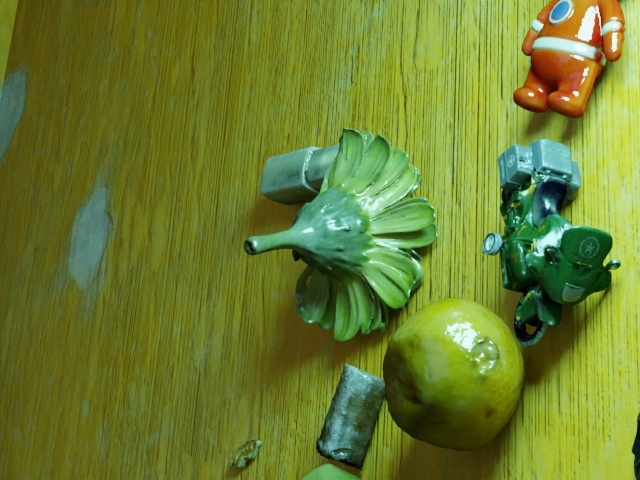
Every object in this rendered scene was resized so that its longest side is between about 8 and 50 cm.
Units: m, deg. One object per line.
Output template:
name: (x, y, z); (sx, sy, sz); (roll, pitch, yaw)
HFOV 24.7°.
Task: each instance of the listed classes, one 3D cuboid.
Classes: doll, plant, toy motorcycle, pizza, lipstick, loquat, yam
doll: (0.354, -0.331, 1.951); (0.200, 0.105, 0.336); (19, 90, 59)
plant: (0.008, 0.002, 2.195); (0.261, 0.297, 0.306); (146, 109, -74)
toy motorcycle: (0.290, -0.013, 1.857); (0.187, 0.124, 0.275); (-47, 36, 48)
pizza: (-0.122, 0.351, 2.390); (0.083, 0.016, 0.037); (-44, 38, 30)
lipstick: (0.001, -0.113, 2.405); (0.253, 0.079, 0.077); (-9, 65, 56)
loquat: (0.169, 0.173, 1.879); (0.234, 0.176, 0.187); (124, 153, -60)
yam: (0.047, 0.258, 2.120); (0.079, 0.079, 0.141); (13, 82, 59)

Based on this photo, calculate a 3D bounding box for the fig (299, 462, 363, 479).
fig: (0.037, 0.420, 1.927); (0.207, 0.207, 0.230); (-54, 28, 25)

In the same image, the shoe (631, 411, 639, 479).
shoe: (0.383, 0.202, 1.648); (0.062, 0.053, 0.159); (22, 89, 56)
